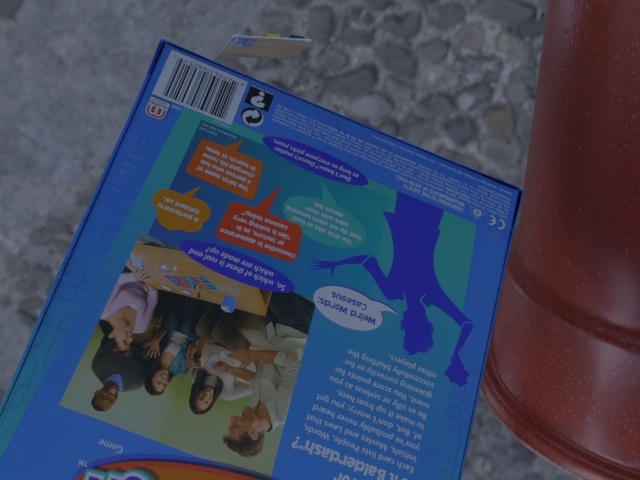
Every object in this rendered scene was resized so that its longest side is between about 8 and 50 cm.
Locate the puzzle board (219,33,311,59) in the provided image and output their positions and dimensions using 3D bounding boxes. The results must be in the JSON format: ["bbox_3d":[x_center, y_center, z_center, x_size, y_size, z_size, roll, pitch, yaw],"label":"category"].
[{"bbox_3d":[-0.070,-0.243,1.520,0.096,0.011,0.128,2,178,-12],"label":"puzzle board"}]

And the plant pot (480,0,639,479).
[{"bbox_3d":[0.210,-0.053,0.565,0.272,0.272,0.265,6,114,19],"label":"plant pot"}]

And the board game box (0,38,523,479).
[{"bbox_3d":[-0.022,0.044,0.444,0.160,0.210,0.047,23,147,-7],"label":"board game box"}]
